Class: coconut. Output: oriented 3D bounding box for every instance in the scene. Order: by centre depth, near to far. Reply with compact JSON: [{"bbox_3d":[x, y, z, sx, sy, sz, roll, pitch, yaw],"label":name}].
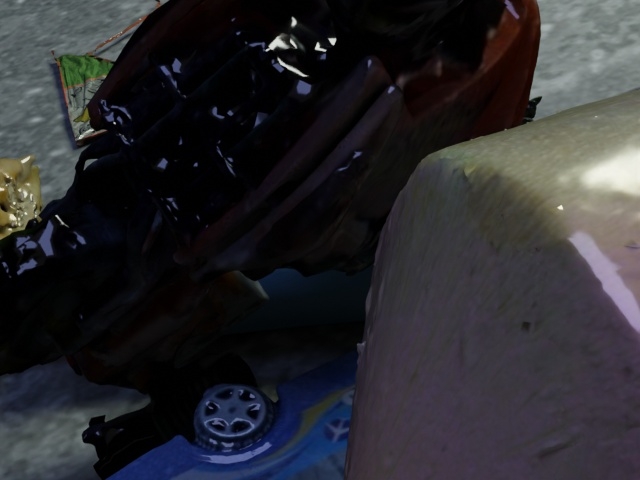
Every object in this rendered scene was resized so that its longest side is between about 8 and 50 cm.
[{"bbox_3d":[0.121,0.065,0.537,0.245,0.233,0.233,-18,31,-13],"label":"coconut"}]

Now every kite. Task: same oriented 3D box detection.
[{"bbox_3d":[-0.088,-0.126,1.122,0.198,0.006,0.244,9,39,34],"label":"kite"}]

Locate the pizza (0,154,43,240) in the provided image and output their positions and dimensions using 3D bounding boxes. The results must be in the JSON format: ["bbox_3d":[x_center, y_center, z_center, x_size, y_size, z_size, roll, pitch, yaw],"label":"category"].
[{"bbox_3d":[-0.248,0.022,0.874,0.297,0.071,0.189,-23,27,-35],"label":"pizza"}]

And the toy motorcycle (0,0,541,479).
[{"bbox_3d":[-0.053,0.001,0.716,0.401,0.207,0.134,-40,69,14],"label":"toy motorcycle"}]

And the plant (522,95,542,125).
[{"bbox_3d":[0.083,-0.058,0.901,0.051,0.051,0.102,4,32,28],"label":"plant"}]

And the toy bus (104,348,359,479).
[{"bbox_3d":[0.028,0.089,0.674,0.236,0.079,0.094,-25,49,-16],"label":"toy bus"}]

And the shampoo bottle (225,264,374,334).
[{"bbox_3d":[0.000,0.000,0.832,0.258,0.061,0.104,-6,36,13],"label":"shampoo bottle"}]
